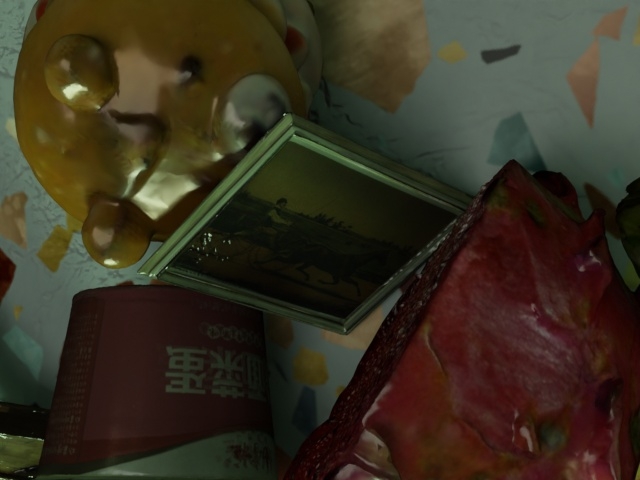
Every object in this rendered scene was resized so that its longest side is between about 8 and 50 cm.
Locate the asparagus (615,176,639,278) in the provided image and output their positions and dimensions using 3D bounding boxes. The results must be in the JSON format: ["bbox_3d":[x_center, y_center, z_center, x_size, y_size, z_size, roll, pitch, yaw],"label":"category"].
[{"bbox_3d":[0.352,0.095,0.848,0.128,0.108,0.382,-43,113,-13],"label":"asparagus"}]

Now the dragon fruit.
[{"bbox_3d":[0.127,0.140,0.888,0.249,0.386,0.371,31,111,2],"label":"dragon fruit"}]

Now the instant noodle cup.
[{"bbox_3d":[-0.145,0.144,1.070,0.235,0.235,0.178,-5,75,25],"label":"instant noodle cup"}]

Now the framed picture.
[{"bbox_3d":[0.000,0.000,0.985,0.197,0.252,0.014,-45,49,25],"label":"framed picture"}]

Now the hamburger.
[{"bbox_3d":[-0.134,-0.121,0.978,0.276,0.237,0.276,3,120,4],"label":"hamburger"}]

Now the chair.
[{"bbox_3d":[-0.357,0.203,1.227,0.186,0.319,0.160,15,134,-24],"label":"chair"}]

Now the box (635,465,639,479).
[{"bbox_3d":[0.278,0.161,1.007,0.087,0.023,0.155,7,104,19],"label":"box"}]
